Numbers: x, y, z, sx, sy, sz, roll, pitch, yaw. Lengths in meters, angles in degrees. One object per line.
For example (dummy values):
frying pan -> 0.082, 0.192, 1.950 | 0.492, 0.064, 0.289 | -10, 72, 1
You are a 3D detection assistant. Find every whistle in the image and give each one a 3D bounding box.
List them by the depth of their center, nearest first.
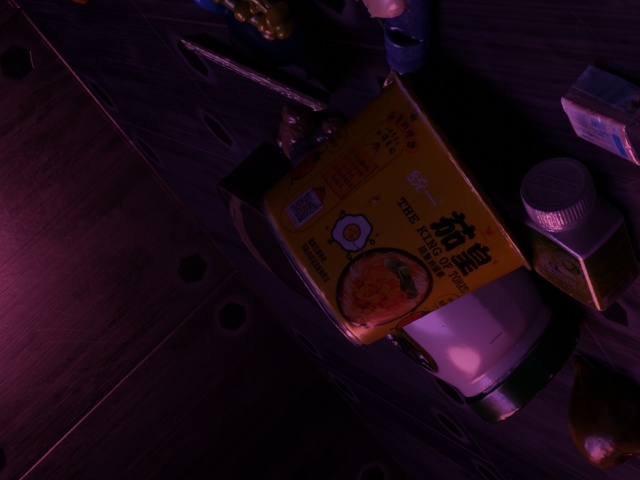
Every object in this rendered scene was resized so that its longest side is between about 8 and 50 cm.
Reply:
whistle -> 0.100, -0.292, 1.561 | 0.062, 0.062, 0.304 | 42, 167, 17

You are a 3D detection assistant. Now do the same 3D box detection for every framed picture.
framed picture -> -0.090, -0.253, 1.989 | 0.231, 0.018, 0.293 | 25, -170, -3

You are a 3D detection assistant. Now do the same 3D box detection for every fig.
fig -> 0.462, 0.269, 2.109 | 0.127, 0.185, 0.133 | 21, 134, -18

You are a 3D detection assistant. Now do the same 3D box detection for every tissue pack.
tissue pack -> 0.310, -0.130, 1.396 | 0.094, 0.059, 0.074 | 34, 165, 43

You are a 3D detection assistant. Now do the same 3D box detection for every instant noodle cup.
instant noodle cup -> 0.090, -0.027, 1.776 | 0.325, 0.254, 0.325 | 55, -174, -9

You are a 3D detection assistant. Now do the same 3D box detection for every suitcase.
suitcase -> 0.000, 0.000, 2.498 | 0.434, 0.194, 0.283 | 35, 164, 44

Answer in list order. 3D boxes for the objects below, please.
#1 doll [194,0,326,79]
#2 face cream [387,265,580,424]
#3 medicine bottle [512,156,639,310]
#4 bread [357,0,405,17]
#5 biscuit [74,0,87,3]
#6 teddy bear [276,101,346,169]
doll -> -0.140, -0.344, 1.925 | 0.341, 0.098, 0.346 | 35, -177, -2
face cream -> 0.204, 0.089, 2.051 | 0.357, 0.219, 0.312 | 43, 166, -2
medicine bottle -> 0.316, -0.014, 1.673 | 0.132, 0.088, 0.188 | 37, 165, 41
bread -> 0.036, -0.347, 1.452 | 0.251, 0.039, 0.181 | -116, 8, -63
biscuit -> -0.326, -0.498, 1.856 | 0.318, 0.111, 0.312 | 143, 123, -84
teddy bear -> 0.010, -0.124, 2.217 | 0.251, 0.129, 0.182 | 46, 132, 18
